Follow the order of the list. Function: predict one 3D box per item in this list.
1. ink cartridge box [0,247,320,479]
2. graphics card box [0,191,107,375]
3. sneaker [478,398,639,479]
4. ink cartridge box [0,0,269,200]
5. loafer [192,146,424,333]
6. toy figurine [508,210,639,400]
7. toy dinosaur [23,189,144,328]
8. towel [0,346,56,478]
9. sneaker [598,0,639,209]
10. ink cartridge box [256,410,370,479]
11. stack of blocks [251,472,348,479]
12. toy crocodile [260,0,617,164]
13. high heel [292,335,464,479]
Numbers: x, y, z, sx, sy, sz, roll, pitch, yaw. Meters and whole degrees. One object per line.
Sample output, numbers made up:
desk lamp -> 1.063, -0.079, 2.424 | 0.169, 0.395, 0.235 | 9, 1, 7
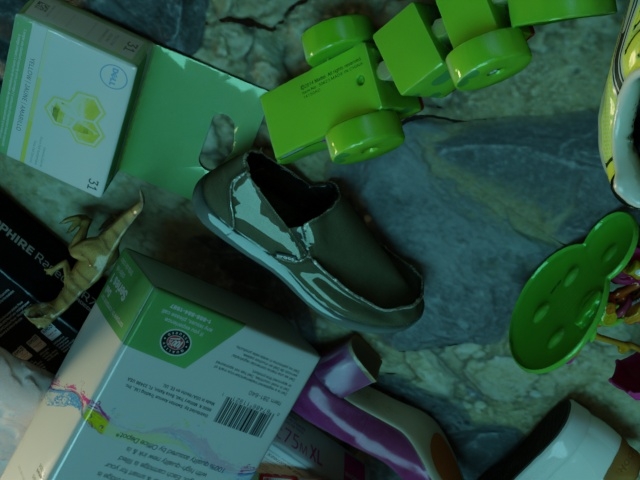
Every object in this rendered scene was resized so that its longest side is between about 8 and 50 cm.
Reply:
ink cartridge box -> -0.163, 0.179, 1.294 | 0.201, 0.117, 0.278 | 26, 98, -31
graphics card box -> -0.349, 0.086, 1.426 | 0.371, 0.094, 0.233 | 42, 129, -16
sneaker -> 0.230, 0.295, 1.387 | 0.123, 0.106, 0.290 | 32, 130, -5
ink cartridge box -> -0.183, -0.113, 1.228 | 0.235, 0.056, 0.171 | 25, 132, 0
loafer -> 0.000, 0.000, 1.228 | 0.251, 0.094, 0.087 | 31, 132, -11
toy figurine -> 0.289, 0.077, 1.204 | 0.159, 0.130, 0.173 | 28, 109, -23
toy dinosaur -> -0.216, 0.006, 1.295 | 0.064, 0.112, 0.211 | 28, 116, -28
towel -> -0.389, 0.208, 1.406 | 0.332, 0.053, 0.317 | 32, 133, -28
sneaker -> 0.297, -0.183, 0.936 | 0.145, 0.147, 0.384 | 14, 131, 11
ink cartridge box -> -0.121, 0.279, 1.503 | 0.311, 0.065, 0.186 | -24, 133, 31
stack of blocks -> -0.041, 0.366, 1.484 | 0.171, 0.087, 0.297 | 5, 146, -3
toy crocodile -> 0.083, -0.152, 1.075 | 0.341, 0.105, 0.115 | -28, 74, 36
high heel -> 0.056, 0.218, 1.394 | 0.117, 0.082, 0.244 | -30, 110, 27
